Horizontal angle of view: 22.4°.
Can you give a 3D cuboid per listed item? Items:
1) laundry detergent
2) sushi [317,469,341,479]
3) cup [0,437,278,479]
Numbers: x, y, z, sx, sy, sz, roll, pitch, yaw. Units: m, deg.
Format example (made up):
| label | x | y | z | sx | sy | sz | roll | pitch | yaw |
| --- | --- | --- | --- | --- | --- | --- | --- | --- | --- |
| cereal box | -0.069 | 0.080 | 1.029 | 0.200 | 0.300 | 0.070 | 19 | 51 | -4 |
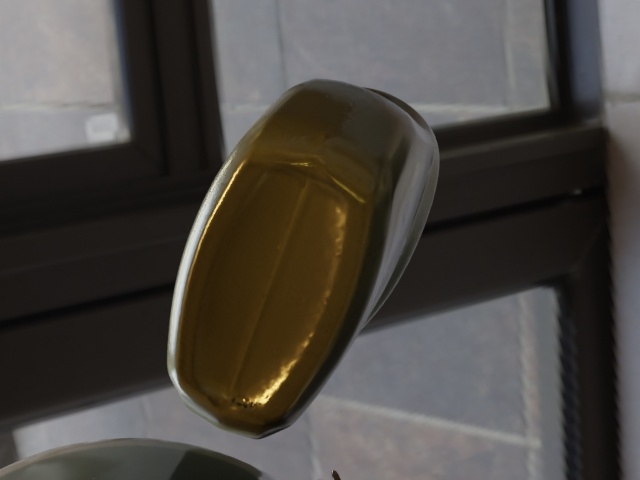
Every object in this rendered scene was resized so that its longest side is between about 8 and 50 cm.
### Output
| label | x | y | z | sx | sy | sz | roll | pitch | yaw |
| --- | --- | --- | --- | --- | --- | --- | --- | --- | --- |
| laundry detergent | 0.000 | 0.000 | 0.850 | 0.091 | 0.253 | 0.181 | 21 | 103 | 6 |
| sushi | 0.023 | 0.320 | 1.458 | 0.225 | 0.219 | 0.238 | -26 | 82 | 37 |
| cup | -0.129 | 0.234 | 0.652 | 0.274 | 0.357 | 0.259 | -125 | 48 | -77 |
